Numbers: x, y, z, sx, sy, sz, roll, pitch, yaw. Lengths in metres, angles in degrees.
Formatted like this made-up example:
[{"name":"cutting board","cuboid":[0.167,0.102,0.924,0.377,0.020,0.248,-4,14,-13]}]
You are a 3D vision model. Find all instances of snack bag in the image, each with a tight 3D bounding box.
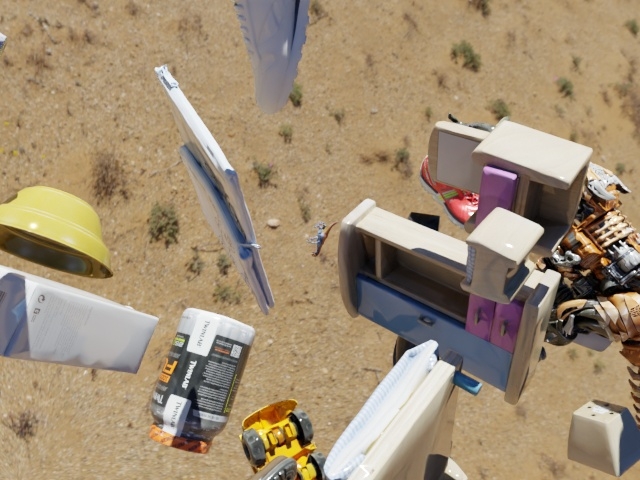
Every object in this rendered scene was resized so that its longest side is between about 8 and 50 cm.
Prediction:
[{"name":"snack bag","cuboid":[-0.179,-0.077,0.945,0.037,0.343,0.323,-25,53,-14]}]

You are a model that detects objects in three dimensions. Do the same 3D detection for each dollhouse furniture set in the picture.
[{"name":"dollhouse furniture set","cuboid":[0.032,0.089,0.440,0.198,0.287,0.303,24,48,31]}]

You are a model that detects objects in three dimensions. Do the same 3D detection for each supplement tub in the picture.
[{"name":"supplement tub","cuboid":[-0.315,0.365,1.470,0.207,0.207,0.338,22,74,-19]}]

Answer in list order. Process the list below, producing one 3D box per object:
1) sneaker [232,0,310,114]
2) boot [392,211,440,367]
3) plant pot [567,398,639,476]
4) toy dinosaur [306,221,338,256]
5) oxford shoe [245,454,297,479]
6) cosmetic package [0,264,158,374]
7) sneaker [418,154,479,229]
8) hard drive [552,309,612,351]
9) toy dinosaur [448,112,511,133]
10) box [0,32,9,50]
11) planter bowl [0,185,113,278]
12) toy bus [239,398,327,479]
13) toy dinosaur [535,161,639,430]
[{"name":"sneaker","cuboid":[-0.064,-0.266,0.650,0.094,0.235,0.090,1,25,-17]},{"name":"boot","cuboid":[0.289,0.191,1.642,0.146,0.445,0.367,2,49,8]},{"name":"plant pot","cuboid":[0.550,0.374,1.087,0.109,0.109,0.096,-18,99,-30]},{"name":"toy dinosaur","cuboid":[0.000,0.000,1.344,0.047,0.090,0.082,-49,134,-63]},{"name":"oxford shoe","cuboid":[-0.136,0.376,0.804,0.227,0.083,0.096,-34,47,-15]},{"name":"cosmetic package","cuboid":[-0.576,0.181,1.246,0.385,0.217,0.156,41,66,-60]},{"name":"sneaker","cuboid":[0.369,-0.131,1.483,0.107,0.118,0.279,-30,63,-28]},{"name":"hard drive","cuboid":[0.486,0.148,1.180,0.254,0.054,0.172,24,16,26]},{"name":"toy dinosaur","cuboid":[0.262,-0.162,0.898,0.118,0.064,0.268,6,25,8]},{"name":"box","cuboid":[-0.566,-0.287,0.758,0.231,0.262,0.127,24,95,-33]},{"name":"planter bowl","cuboid":[-0.408,-0.022,0.852,0.217,0.217,0.090,22,69,-19]},{"name":"toy bus","cuboid":[-0.094,0.500,1.252,0.149,0.211,0.220,-15,63,-29]},{"name":"toy dinosaur","cuboid":[0.341,0.075,0.694,0.164,0.218,0.322,7,73,-32]}]
